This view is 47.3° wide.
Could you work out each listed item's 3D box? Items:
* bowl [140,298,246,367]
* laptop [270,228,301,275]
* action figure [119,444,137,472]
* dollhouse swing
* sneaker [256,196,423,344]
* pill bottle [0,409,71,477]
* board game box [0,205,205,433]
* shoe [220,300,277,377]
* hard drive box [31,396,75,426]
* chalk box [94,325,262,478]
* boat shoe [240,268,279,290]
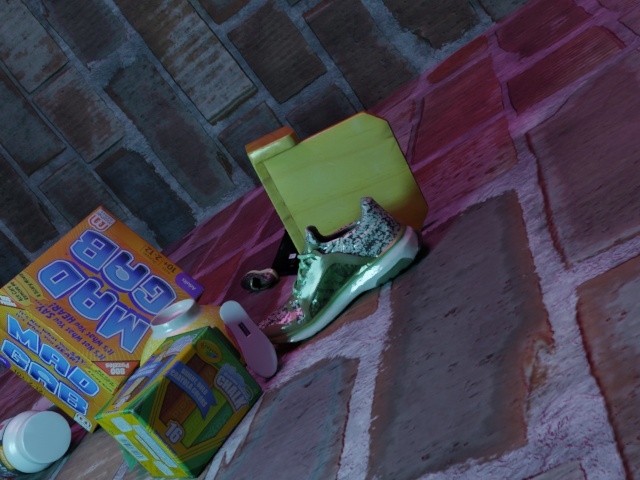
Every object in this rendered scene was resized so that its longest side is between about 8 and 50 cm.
[{"bbox_3d":[-0.303,0.229,1.678,0.289,0.156,0.289,-23,17,8],"label":"bowl"},{"bbox_3d":[0.000,0.000,2.042,0.234,0.136,0.264,-11,55,61],"label":"laptop"},{"bbox_3d":[-0.385,0.419,1.571,0.137,0.063,0.232,-46,20,-22],"label":"action figure"},{"bbox_3d":[0.039,-0.126,1.704,0.305,0.347,0.315,-28,14,0],"label":"dollhouse swing"},{"bbox_3d":[0.004,0.054,1.529,0.410,0.182,0.158,-38,13,10],"label":"sneaker"},{"bbox_3d":[-0.790,0.542,1.953,0.278,0.162,0.162,-25,19,42],"label":"pill bottle"},{"bbox_3d":[-0.587,0.210,1.917,0.356,0.356,0.356,-52,0,-42],"label":"board game box"},{"bbox_3d":[-0.146,0.206,1.507,0.063,0.178,0.081,-33,-12,-11],"label":"shoe"},{"bbox_3d":[-0.756,0.482,2.200,0.232,0.089,0.181,-38,14,-5],"label":"hard drive box"},{"bbox_3d":[-0.252,0.291,1.421,0.179,0.180,0.289,-20,24,49],"label":"chalk box"},{"bbox_3d":[-0.178,0.113,2.029,0.152,0.056,0.049,-22,17,46],"label":"boat shoe"}]
